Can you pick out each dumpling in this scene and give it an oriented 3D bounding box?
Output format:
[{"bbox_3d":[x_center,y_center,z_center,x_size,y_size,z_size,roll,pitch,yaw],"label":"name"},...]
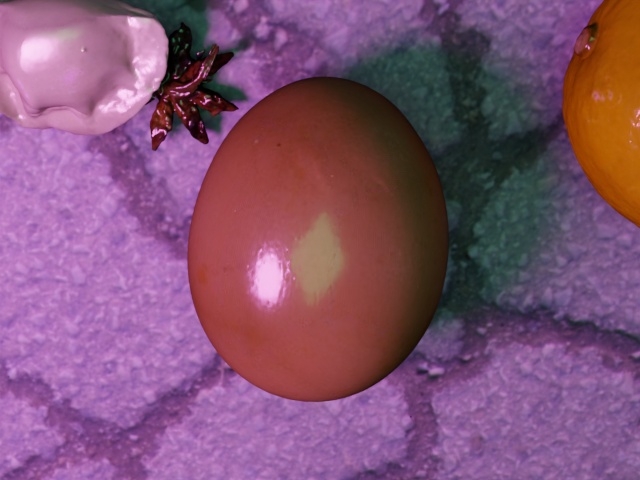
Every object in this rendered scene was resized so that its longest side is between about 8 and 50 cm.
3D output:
[{"bbox_3d":[-0.298,-0.206,1.259,0.252,0.131,0.179,-2,116,4],"label":"dumpling"}]

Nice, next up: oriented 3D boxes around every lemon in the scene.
[{"bbox_3d":[0.442,-0.150,1.181,0.348,0.348,0.348,0,105,0],"label":"lemon"}]

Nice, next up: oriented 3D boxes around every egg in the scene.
[{"bbox_3d":[0.000,0.000,1.229,0.301,0.301,0.374,12,97,-4],"label":"egg"}]

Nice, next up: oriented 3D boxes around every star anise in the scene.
[{"bbox_3d":[-0.181,-0.189,1.302,0.168,0.057,0.168,3,111,7],"label":"star anise"}]
